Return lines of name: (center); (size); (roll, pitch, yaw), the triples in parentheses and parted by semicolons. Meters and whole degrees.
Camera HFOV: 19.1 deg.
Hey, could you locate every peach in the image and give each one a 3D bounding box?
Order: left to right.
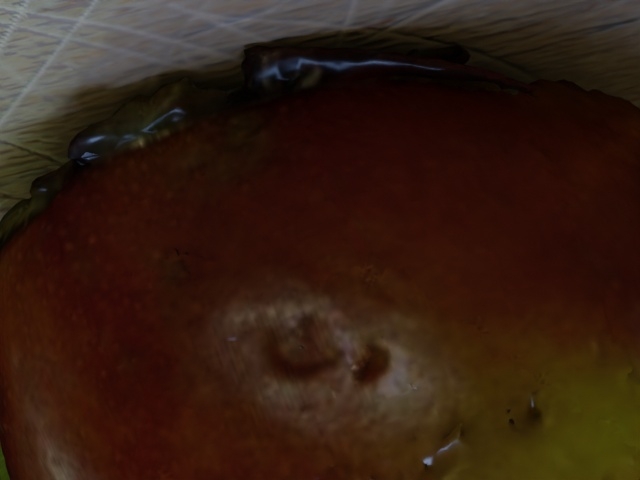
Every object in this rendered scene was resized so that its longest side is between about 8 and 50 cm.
peach: (0.031, 0.080, 0.959); (0.417, 0.353, 0.339); (28, 145, 8)

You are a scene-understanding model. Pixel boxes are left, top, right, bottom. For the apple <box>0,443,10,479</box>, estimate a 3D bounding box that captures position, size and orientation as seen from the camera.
apple: (-0.196, 0.264, 1.243); (0.374, 0.374, 0.384); (-24, 169, 33)
